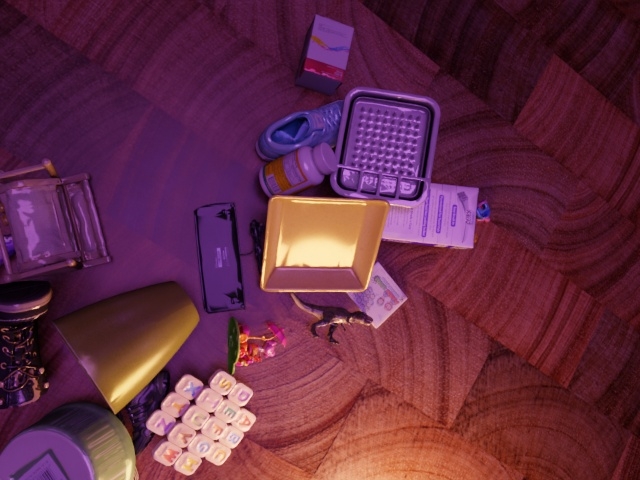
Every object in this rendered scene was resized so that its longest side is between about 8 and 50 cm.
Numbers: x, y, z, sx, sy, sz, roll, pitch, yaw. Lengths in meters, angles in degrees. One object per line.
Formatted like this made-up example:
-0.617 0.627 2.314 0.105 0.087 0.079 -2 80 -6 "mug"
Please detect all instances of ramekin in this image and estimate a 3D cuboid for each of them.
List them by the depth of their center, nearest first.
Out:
-0.629 0.567 1.158 0.302 0.148 0.304 0 87 7 "ramekin"

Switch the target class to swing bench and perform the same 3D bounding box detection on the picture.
-0.669 -0.045 1.181 0.165 0.254 0.254 -15 91 -5 "swing bench"

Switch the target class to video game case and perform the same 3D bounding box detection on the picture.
0.178 0.172 1.502 0.143 0.019 0.157 -41 98 -12 "video game case"

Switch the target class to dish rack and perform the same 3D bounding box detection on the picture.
0.189 -0.268 1.392 0.285 0.072 0.333 10 84 4 "dish rack"

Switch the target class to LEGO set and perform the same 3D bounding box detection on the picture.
0.489 -0.046 1.559 0.227 0.087 0.093 -28 94 -13 "LEGO set"

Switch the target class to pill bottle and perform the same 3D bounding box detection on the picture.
-0.062 -0.199 1.355 0.208 0.117 0.118 -21 94 27 "pill bottle"

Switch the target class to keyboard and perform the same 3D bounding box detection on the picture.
-0.255 0.046 1.391 0.201 0.033 0.318 -6 90 -8 "keyboard"

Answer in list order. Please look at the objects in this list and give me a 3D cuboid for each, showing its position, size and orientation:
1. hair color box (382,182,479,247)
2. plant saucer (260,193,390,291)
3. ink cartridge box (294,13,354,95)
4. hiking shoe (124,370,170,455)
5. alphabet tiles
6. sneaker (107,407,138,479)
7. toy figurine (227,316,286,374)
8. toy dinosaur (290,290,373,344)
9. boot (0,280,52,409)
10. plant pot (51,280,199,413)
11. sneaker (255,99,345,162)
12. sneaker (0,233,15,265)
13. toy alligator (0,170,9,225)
0.298 -0.082 1.460 0.338 0.110 0.186 7 86 3 "hair color box"
0.000 0.000 1.364 0.332 0.081 0.333 1 126 -13 "plant saucer"
0.011 -0.557 1.436 0.127 0.128 0.177 13 85 -14 "ink cartridge box"
-0.491 0.461 1.293 0.114 0.086 0.227 15 75 -4 "hiking shoe"
-0.320 0.500 1.307 0.284 0.021 0.278 -52 121 -13 "alphabet tiles"
-0.576 0.569 1.257 0.132 0.086 0.229 -14 92 -12 "sneaker"
-0.179 0.302 1.368 0.159 0.130 0.173 1 109 -24 "toy figurine"
0.023 0.245 1.439 0.267 0.064 0.118 17 69 -12 "toy dinosaur"
-0.712 0.244 1.114 0.138 0.377 0.285 -13 97 -49 "boot"
-0.475 0.239 1.228 0.293 0.274 0.275 -35 96 -31 "plant pot"
-0.011 -0.331 1.409 0.365 0.150 0.135 -28 95 -14 "sneaker"
-0.848 0.051 1.211 0.236 0.095 0.105 -19 99 -10 "sneaker"
-0.805 -0.094 1.244 0.056 0.051 0.190 -22 72 -16 "toy alligator"
